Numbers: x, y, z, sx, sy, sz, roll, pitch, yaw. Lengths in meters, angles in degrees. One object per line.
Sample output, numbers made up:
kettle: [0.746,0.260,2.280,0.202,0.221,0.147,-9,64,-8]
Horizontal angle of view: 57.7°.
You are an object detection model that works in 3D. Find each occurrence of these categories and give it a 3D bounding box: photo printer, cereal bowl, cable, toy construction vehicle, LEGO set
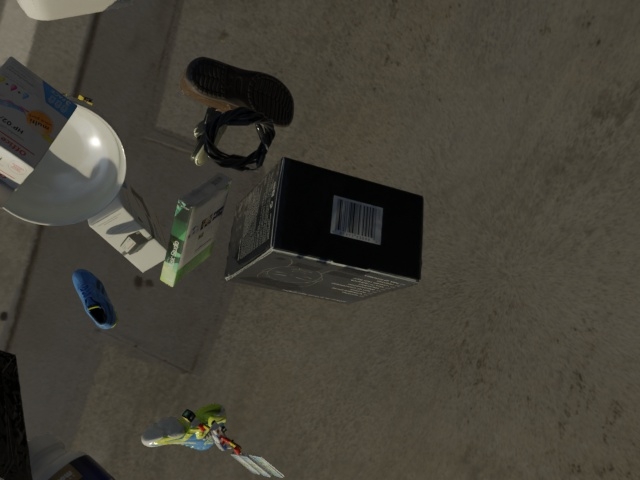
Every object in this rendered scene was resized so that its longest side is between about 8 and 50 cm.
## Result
photo printer: [-0.615,-0.688,1.445,0.107,0.307,0.256,50,144,19]
cereal bowl: [-0.671,-0.215,1.469,0.339,0.339,0.141,-49,37,10]
cable: [-0.183,-0.232,1.328,0.150,0.184,0.047,-53,49,18]
toy construction vehicle: [-0.742,-0.398,1.751,0.035,0.098,0.086,41,109,36]
LEGO set: [-0.217,0.480,1.339,0.244,0.182,0.060,44,59,-11]

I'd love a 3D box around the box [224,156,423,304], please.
box: [0.000,0.000,1.853,0.480,0.472,0.297,13,70,-22]

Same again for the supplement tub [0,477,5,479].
supplement tub: [-0.463,0.404,0.593,0.228,0.316,0.228,1,101,5]

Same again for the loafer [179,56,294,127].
loafer: [-0.228,-0.410,1.610,0.130,0.366,0.133,6,83,48]

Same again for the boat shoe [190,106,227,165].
boat shoe: [-0.355,-0.329,1.809,0.079,0.084,0.233,17,60,5]

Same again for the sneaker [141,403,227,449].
sneaker: [-0.375,0.557,1.642,0.240,0.091,0.126,-14,114,-19]

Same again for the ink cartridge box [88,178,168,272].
ink cartridge box: [-0.652,-0.071,1.960,0.129,0.307,0.223,-30,54,-1]

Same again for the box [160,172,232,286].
box: [-0.393,-0.035,1.835,0.058,0.232,0.322,27,123,9]

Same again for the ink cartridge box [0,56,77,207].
ink cartridge box: [-0.409,-0.142,0.756,0.061,0.104,0.181,-30,35,34]

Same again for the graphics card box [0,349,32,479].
graphics card box: [-0.645,0.340,0.895,0.371,0.094,0.232,-25,64,3]

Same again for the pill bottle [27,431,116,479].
pill bottle: [-0.420,0.461,0.992,0.265,0.153,0.153,35,98,13]

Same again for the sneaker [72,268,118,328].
sneaker: [-0.668,0.166,1.701,0.069,0.082,0.209,-34,79,-5]
